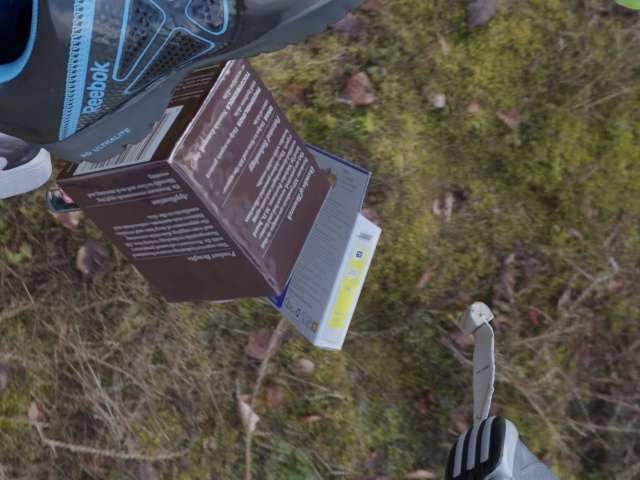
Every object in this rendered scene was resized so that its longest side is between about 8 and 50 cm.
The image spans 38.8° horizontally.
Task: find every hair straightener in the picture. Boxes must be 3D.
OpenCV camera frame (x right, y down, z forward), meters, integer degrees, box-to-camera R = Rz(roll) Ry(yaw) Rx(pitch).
[{"bbox_3d":[-0.340,-0.072,1.451,0.230,0.089,0.047,-15,80,-52],"label":"hair straightener"}]

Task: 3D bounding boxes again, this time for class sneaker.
[{"bbox_3d":[-0.282,-0.138,0.740,0.101,0.268,0.153,-18,80,-22],"label":"sneaker"},{"bbox_3d":[0.145,0.243,0.633,0.132,0.086,0.228,38,44,-15],"label":"sneaker"},{"bbox_3d":[-0.080,-0.153,0.481,0.140,0.341,0.125,11,49,-57],"label":"sneaker"}]

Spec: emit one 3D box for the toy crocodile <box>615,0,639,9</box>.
[{"bbox_3d":[0.240,-0.369,0.892,0.105,0.115,0.340,-31,78,-14],"label":"toy crocodile"}]

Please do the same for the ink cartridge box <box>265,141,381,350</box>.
[{"bbox_3d":[0.000,0.000,1.638,0.072,0.303,0.307,17,98,-27],"label":"ink cartridge box"}]

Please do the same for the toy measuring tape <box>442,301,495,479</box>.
[{"bbox_3d":[0.089,0.204,0.774,0.121,0.121,0.330,16,63,-22],"label":"toy measuring tape"}]

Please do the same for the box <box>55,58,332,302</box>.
[{"bbox_3d":[-0.126,-0.061,0.956,0.203,0.168,0.167,54,45,-36],"label":"box"}]
